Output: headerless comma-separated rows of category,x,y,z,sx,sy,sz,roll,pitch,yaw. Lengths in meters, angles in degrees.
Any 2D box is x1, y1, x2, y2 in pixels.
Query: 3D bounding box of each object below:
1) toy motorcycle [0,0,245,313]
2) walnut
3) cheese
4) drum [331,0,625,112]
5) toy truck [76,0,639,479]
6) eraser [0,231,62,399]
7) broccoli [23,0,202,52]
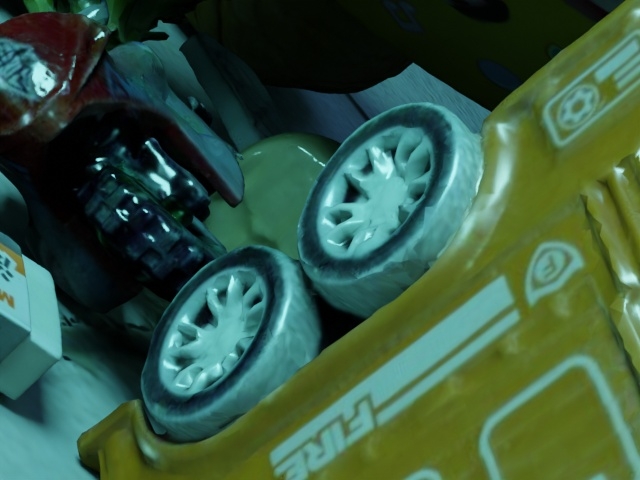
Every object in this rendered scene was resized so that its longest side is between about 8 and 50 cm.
toy motorcycle,-0.088,-0.039,0.733,0.122,0.082,0.213,50,3,-16
walnut,-0.006,-0.162,1.071,0.167,0.167,0.207,52,15,13
cheese,0.000,0.000,0.859,0.163,0.082,0.286,33,18,-51
drum,0.129,-0.203,0.777,0.431,0.214,0.431,32,-12,7
toy truck,0.120,0.041,0.545,0.173,0.387,0.207,36,25,-32
eraser,-0.137,0.001,0.602,0.122,0.029,0.052,36,20,-31
broccoli,-0.096,-0.129,0.867,0.130,0.131,0.120,40,52,-66
